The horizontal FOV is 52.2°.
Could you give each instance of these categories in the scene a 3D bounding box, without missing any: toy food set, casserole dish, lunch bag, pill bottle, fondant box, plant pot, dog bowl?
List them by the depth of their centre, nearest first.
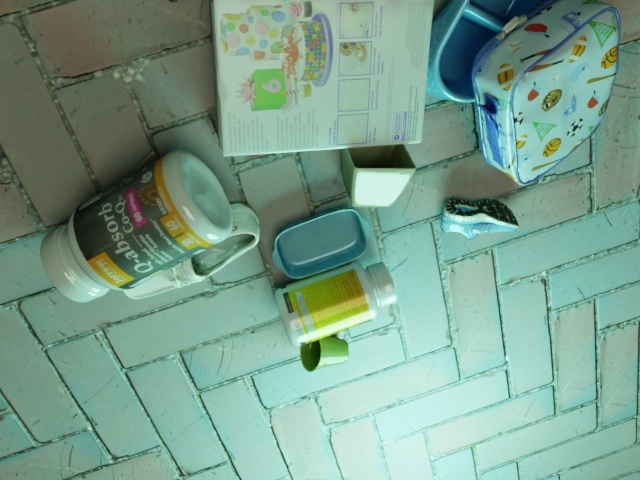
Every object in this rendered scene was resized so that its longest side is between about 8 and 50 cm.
[{"bbox_3d":[0.000,-0.267,1.027,0.331,0.096,0.238,-6,120,-12],"label":"fondant box"},{"bbox_3d":[-0.294,-0.016,1.042,0.279,0.162,0.162,-27,122,15],"label":"pill bottle"},{"bbox_3d":[0.356,-0.241,1.057,0.243,0.115,0.303,-37,143,-4],"label":"lunch bag"},{"bbox_3d":[0.268,-0.358,1.057,0.166,0.074,0.297,19,113,-23],"label":"dog bowl"},{"bbox_3d":[-0.256,-0.100,1.103,0.078,0.019,0.122,-41,128,11],"label":"toy food set"},{"bbox_3d":[0.090,-0.117,1.133,0.109,0.109,0.096,-1,131,-14],"label":"plant pot"},{"bbox_3d":[0.000,0.000,1.211,0.189,0.037,0.114,-19,122,-2],"label":"casserole dish"},{"bbox_3d":[0.030,0.113,1.234,0.215,0.117,0.117,-19,121,-2],"label":"pill bottle"},{"bbox_3d":[0.013,0.224,1.322,0.079,0.083,0.083,6,117,-31],"label":"plant pot"}]

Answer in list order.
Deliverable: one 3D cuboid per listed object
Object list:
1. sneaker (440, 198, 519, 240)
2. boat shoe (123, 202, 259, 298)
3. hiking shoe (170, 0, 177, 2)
[{"bbox_3d":[0.305,-0.037,1.265,0.162,0.063,0.073,7,134,-13],"label":"sneaker"},{"bbox_3d":[-0.232,0.031,1.135,0.277,0.096,0.098,-30,123,4],"label":"boat shoe"},{"bbox_3d":[-0.123,-0.443,0.858,0.304,0.113,0.132,-28,117,21],"label":"hiking shoe"}]
